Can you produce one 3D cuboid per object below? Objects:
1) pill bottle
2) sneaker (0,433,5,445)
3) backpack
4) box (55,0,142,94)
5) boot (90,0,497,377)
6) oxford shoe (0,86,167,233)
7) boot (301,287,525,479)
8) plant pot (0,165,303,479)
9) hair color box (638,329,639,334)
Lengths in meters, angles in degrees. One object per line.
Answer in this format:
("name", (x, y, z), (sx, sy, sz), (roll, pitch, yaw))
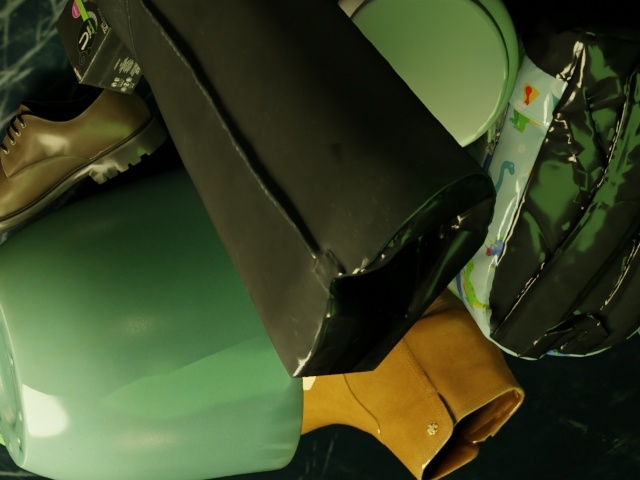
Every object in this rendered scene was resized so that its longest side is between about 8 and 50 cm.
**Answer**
("pill bottle", (0.084, -0.158, 1.552), (0.160, 0.283, 0.160), (0, 102, 2))
("sneaker", (-0.289, 0.151, 1.803), (0.295, 0.123, 0.109), (-10, 135, -17))
("backpack", (0.257, -0.054, 1.813), (0.290, 0.273, 0.356), (2, 109, -31))
("box", (-0.180, -0.176, 1.568), (0.052, 0.083, 0.062), (11, 126, -36))
("boot", (-0.018, -0.174, 1.327), (0.146, 0.445, 0.367), (-6, 140, -28))
("oxford shoe", (-0.256, -0.077, 1.648), (0.227, 0.083, 0.096), (-30, 112, 9))
("boot", (0.059, 0.178, 1.940), (0.295, 0.211, 0.104), (-38, 136, 12))
("plant pot", (-0.178, 0.088, 1.667), (0.235, 0.293, 0.293), (-11, 135, -20))
("hair color box", (0.463, -0.031, 1.969), (0.105, 0.174, 0.347), (18, 121, -36))
